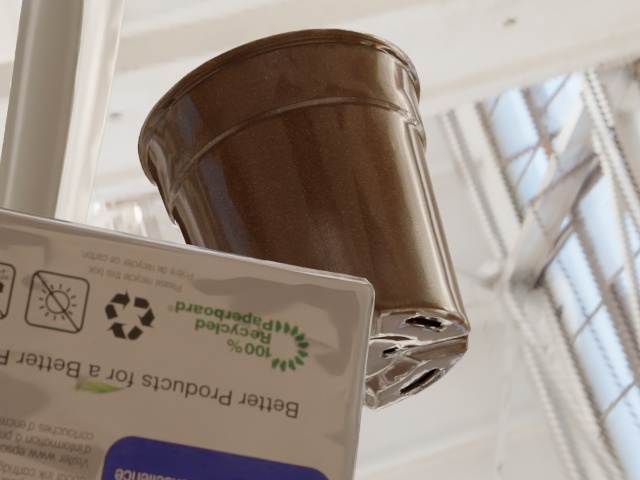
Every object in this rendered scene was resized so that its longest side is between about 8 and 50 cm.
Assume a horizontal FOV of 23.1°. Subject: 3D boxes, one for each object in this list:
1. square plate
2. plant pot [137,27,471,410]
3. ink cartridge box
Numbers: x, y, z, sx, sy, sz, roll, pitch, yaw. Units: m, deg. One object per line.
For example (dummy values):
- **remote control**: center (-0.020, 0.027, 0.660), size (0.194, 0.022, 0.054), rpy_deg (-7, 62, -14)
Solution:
- **square plate**: center (-0.187, -0.104, 1.144), size (0.049, 0.344, 0.347), rpy_deg (10, -77, -4)
- **plant pot**: center (0.000, 0.000, 0.855), size (0.167, 0.167, 0.165), rpy_deg (-14, -119, -9)
- **ink cartridge box**: center (-0.092, 0.174, 0.466), size (0.175, 0.069, 0.371), rpy_deg (12, -113, -12)
